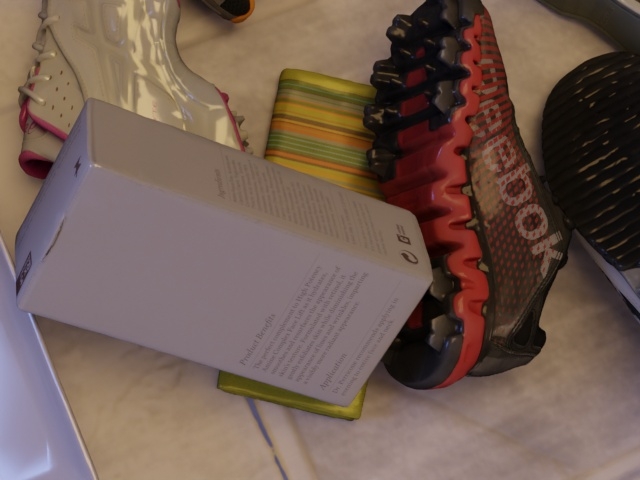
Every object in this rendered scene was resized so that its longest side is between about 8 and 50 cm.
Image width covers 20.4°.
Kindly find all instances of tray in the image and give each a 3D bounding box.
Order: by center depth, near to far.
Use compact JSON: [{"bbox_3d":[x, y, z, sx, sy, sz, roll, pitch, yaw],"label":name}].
[{"bbox_3d":[-0.239,0.060,1.111,0.145,0.030,0.270,-25,81,17],"label":"tray"}]

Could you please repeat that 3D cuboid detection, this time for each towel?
[{"bbox_3d":[0.000,0.000,1.218,0.102,0.021,0.237,13,73,-6],"label":"towel"}]

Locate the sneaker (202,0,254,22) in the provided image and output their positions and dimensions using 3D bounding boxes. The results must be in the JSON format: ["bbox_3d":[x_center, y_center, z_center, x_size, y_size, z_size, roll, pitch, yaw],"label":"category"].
[{"bbox_3d":[-0.019,-0.235,1.251,0.215,0.084,0.083,-40,101,-16],"label":"sneaker"}]

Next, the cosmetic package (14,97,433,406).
[{"bbox_3d":[-0.060,0.010,1.093,0.231,0.117,0.085,21,29,-22],"label":"cosmetic package"}]

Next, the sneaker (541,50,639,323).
[{"bbox_3d":[0.256,0.018,1.236,0.122,0.146,0.330,-27,59,6],"label":"sneaker"}]

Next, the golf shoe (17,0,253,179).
[{"bbox_3d":[-0.149,-0.121,1.166,0.140,0.115,0.306,-21,80,-14],"label":"golf shoe"}]

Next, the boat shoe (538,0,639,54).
[{"bbox_3d":[0.240,-0.173,1.289,0.228,0.081,0.068,34,74,0],"label":"boat shoe"}]

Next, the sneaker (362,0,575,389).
[{"bbox_3d":[0.104,-0.034,1.200,0.135,0.098,0.276,7,77,-35],"label":"sneaker"}]
